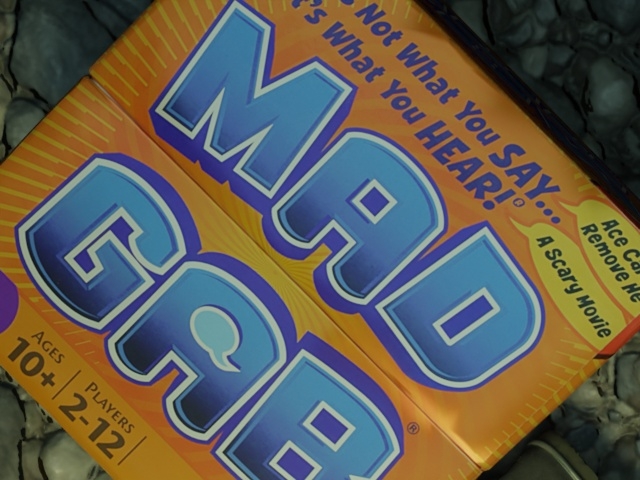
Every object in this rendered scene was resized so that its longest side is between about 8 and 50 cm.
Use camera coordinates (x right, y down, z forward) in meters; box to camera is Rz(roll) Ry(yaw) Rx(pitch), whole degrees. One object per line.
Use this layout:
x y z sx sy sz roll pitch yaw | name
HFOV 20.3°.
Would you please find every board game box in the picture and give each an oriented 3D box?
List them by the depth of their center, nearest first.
0.000 0.000 1.284 0.356 0.356 0.356 45 100 0 | board game box

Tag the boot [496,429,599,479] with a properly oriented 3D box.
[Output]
0.152 0.272 1.396 0.208 0.076 0.189 -36 76 -25 | boot
